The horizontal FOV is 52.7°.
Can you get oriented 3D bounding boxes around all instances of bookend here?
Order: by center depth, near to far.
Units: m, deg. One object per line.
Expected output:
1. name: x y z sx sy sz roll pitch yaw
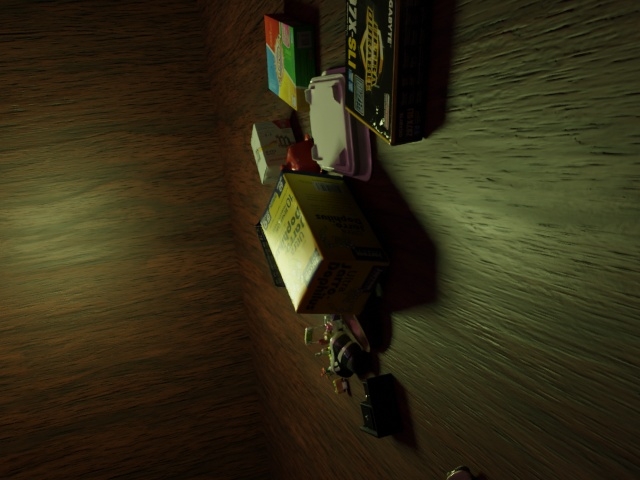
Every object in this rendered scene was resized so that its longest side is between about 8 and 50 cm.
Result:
1. bookend: 0.148 0.441 1.757 0.156 0.072 0.157 154 105 -73

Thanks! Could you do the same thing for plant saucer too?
1. plant saucer: 0.096 0.213 1.780 0.198 0.036 0.198 56 169 17

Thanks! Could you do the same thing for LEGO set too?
1. LEGO set: 0.015 0.364 2.095 0.132 0.107 0.287 -134 37 -62

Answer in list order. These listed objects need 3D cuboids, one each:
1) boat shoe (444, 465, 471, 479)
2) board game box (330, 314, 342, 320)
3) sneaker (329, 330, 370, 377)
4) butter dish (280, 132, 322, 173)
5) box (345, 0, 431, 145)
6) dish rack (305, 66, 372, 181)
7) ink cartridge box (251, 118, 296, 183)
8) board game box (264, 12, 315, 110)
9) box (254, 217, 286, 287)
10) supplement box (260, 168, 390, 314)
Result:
1. boat shoe: 0.290 0.507 1.372 0.137 0.049 0.043 97 -164 -47
2. board game box: 0.049 0.145 1.952 0.170 0.048 0.141 108 149 -59
3. sneaker: 0.092 0.368 1.896 0.121 0.079 0.217 38 157 36
4. butter dish: -0.066 -0.224 1.989 0.160 0.118 0.160 98 156 -45
5. box: 0.128 -0.389 1.311 0.257 0.079 0.322 -122 27 -56
6. dish rack: 0.035 -0.303 1.691 0.333 0.072 0.285 -147 48 -70
7. ink cartridge box: -0.153 -0.303 2.216 0.127 0.128 0.176 116 140 -63
8. board game box: -0.094 -0.552 1.977 0.316 0.064 0.242 -129 33 -59
9. box: -0.108 0.005 1.960 0.175 0.051 0.220 -52 -47 -49
10. supplement box: 0.000 0.000 1.690 0.194 0.195 0.356 -64 35 34
